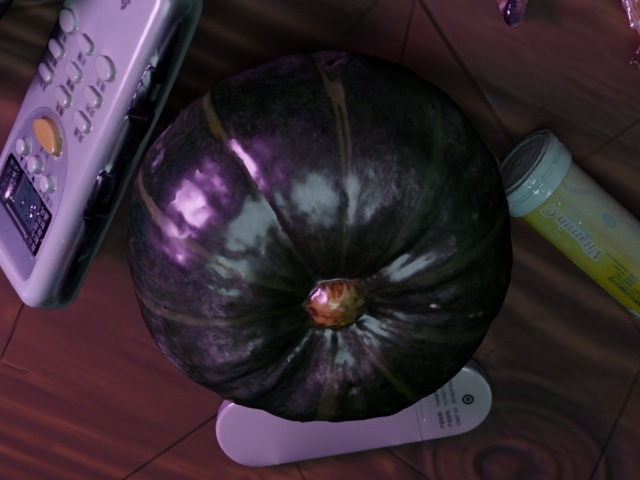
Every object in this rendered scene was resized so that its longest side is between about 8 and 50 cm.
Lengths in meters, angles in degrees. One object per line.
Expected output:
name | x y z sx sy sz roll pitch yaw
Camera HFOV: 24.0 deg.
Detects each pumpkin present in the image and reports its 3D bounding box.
pumpkin | 0.000 0.000 1.152 0.300 0.207 0.300 -6 119 -10

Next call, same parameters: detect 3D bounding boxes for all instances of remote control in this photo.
remote control | 0.029 0.150 1.316 0.245 0.022 0.077 -11 116 5
remote control | -0.178 -0.096 1.146 0.056 0.140 0.296 6 121 -40

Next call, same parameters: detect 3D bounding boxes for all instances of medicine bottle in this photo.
medicine bottle | 0.236 0.005 1.219 0.218 0.074 0.074 39 110 -17

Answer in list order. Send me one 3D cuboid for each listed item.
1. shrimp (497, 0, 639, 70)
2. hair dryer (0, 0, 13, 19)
shrimp | 0.216 -0.179 1.146 0.152 0.046 0.219 -18 109 8
hair dryer | -0.361 -0.257 1.102 0.244 0.116 0.302 -22 105 8
